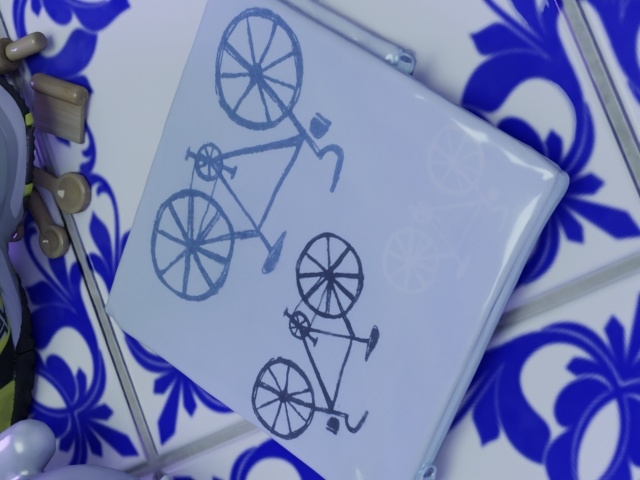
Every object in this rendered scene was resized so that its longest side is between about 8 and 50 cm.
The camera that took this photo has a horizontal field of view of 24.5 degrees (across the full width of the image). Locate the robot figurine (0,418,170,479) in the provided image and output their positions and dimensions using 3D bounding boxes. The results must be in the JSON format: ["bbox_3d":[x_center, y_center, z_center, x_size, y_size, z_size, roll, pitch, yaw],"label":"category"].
[{"bbox_3d":[-0.234,0.303,1.198,0.353,0.199,0.300,-28,73,35],"label":"robot figurine"}]

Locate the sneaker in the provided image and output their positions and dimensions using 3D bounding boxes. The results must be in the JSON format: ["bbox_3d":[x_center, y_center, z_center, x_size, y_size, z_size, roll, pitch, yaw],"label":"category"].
[{"bbox_3d":[-0.336,0.046,1.253,0.145,0.147,0.385,11,112,23],"label":"sneaker"}]

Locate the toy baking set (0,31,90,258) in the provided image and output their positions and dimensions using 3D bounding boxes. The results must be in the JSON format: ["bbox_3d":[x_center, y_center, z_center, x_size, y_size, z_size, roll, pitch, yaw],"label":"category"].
[{"bbox_3d":[-0.297,-0.071,1.305,0.256,0.030,0.197,-10,90,36],"label":"toy baking set"}]

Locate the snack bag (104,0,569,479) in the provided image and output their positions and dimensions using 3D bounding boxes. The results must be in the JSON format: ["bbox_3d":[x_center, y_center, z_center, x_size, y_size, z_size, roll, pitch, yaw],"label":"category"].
[{"bbox_3d":[0.000,0.000,1.096,0.342,0.037,0.323,34,114,29],"label":"snack bag"}]
